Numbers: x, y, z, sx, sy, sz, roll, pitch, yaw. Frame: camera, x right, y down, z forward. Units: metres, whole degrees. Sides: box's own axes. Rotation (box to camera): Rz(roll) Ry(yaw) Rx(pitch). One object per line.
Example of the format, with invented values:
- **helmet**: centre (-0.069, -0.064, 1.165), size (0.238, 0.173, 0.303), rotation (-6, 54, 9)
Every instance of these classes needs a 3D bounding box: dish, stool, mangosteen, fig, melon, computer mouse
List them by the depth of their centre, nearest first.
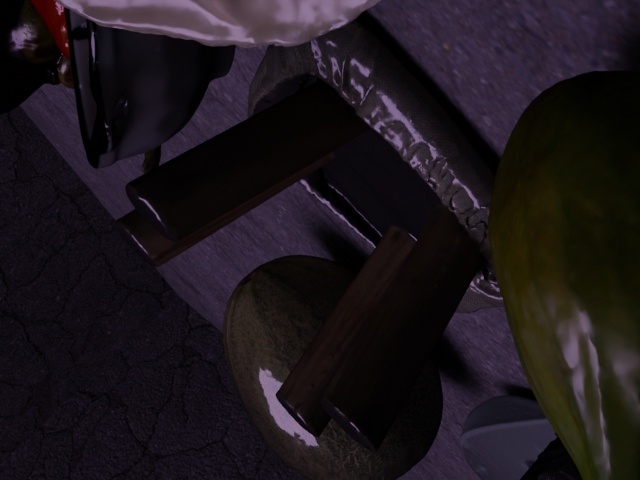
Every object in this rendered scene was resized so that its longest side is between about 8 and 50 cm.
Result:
- **fig**: centre (0.171, 0.027, 0.516), size (0.167, 0.167, 0.233), rotation (71, 178, -63)
- **dish**: centre (-0.135, -0.196, 0.811), size (0.303, 0.120, 0.303), rotation (173, 90, -74)
- **stool**: centre (0.000, 0.000, 0.890), size (0.310, 0.226, 0.310), rotation (48, 167, -3)
- **computer mouse**: centre (0.246, 0.229, 1.167), size (0.128, 0.079, 0.231), rotation (51, 151, -13)
- **mangosteen**: centre (-0.355, -0.272, 1.202), size (0.287, 0.287, 0.233), rotation (99, 154, -75)
- **melon**: centre (0.013, 0.167, 1.333), size (0.329, 0.248, 0.248), rotation (51, 167, -9)

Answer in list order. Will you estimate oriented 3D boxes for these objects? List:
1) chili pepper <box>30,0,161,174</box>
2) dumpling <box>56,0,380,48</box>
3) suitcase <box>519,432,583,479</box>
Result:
- **chili pepper**: centre (-0.213, -0.239, 1.024), size (0.338, 0.134, 0.131), rotation (50, -150, -2)
- **dumpling**: centre (-0.051, -0.236, 0.493), size (0.315, 0.233, 0.395), rotation (13, 148, 3)
- **suitcase**: centre (0.329, 0.286, 0.939), size (0.312, 0.128, 0.202), rotation (44, 167, 10)
